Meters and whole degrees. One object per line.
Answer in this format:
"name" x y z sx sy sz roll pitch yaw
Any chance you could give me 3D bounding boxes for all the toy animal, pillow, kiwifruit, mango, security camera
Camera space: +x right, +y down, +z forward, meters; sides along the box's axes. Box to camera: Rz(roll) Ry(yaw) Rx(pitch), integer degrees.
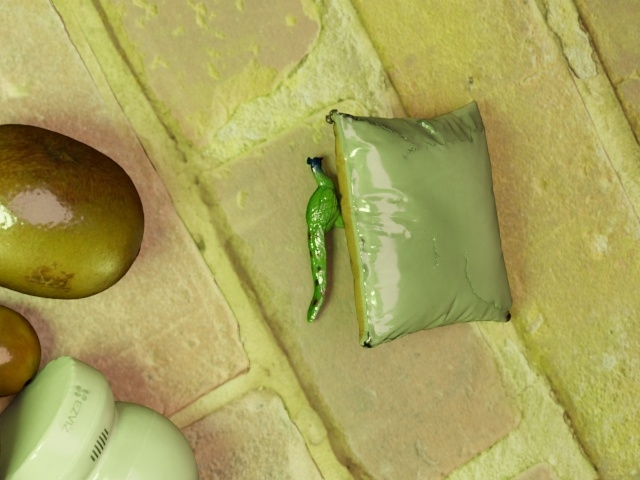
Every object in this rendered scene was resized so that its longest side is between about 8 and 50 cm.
"toy animal" 0.015 -0.001 1.854 0.075 0.041 0.216 0 90 -30
"pillow" 0.136 -0.024 1.853 0.312 0.119 0.310 -9 89 -46
"kiwifruit" -0.311 -0.029 1.603 0.234 0.196 0.196 23 75 -20
"mango" -0.398 0.124 1.604 0.163 0.089 0.111 1 69 -17
"security camera" -0.246 0.263 1.615 0.236 0.194 0.194 35 71 -24
